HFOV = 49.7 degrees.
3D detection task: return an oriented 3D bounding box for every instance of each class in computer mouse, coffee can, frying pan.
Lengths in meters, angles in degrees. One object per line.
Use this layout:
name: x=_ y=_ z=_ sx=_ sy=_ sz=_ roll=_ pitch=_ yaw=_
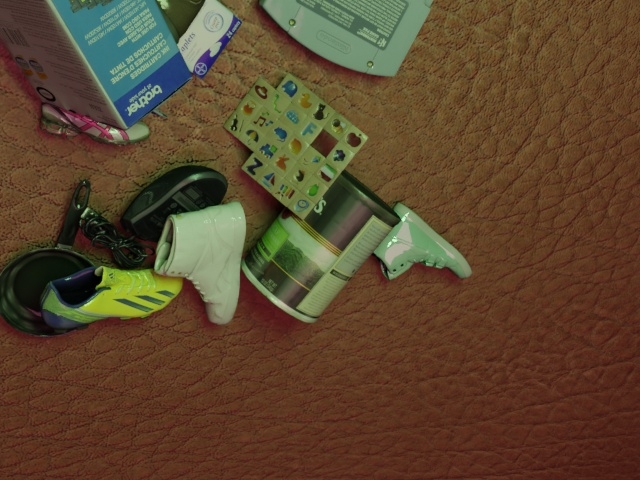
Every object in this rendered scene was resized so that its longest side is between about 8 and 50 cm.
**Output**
computer mouse: x=-0.306 y=-0.067 z=1.313 sx=0.272 sy=0.072 sz=0.188 roll=-31 pitch=147 yaw=2
coffee can: x=0.000 y=0.000 z=1.397 sx=0.201 sy=0.201 sz=0.275 roll=33 pitch=101 yaw=-31
frying pan: x=-0.520 y=0.040 z=1.306 sx=0.197 sy=0.053 sz=0.326 roll=-8 pitch=118 yaw=-19

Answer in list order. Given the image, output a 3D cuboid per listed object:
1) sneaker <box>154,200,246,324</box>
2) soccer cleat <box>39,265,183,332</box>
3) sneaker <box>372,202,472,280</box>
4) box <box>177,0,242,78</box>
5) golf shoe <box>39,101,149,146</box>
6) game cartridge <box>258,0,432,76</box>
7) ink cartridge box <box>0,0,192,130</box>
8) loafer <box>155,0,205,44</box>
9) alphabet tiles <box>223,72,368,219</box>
sneaker: x=-0.249 y=0.058 z=1.363 sx=0.169 sy=0.108 sz=0.292 roll=-10 pitch=128 yaw=-27
soccer cleat: x=-0.384 y=0.092 z=1.315 sx=0.289 sy=0.093 sz=0.121 roll=-14 pitch=140 yaw=-38
sneaker: x=0.219 y=0.044 z=1.568 sx=0.256 sy=0.094 sz=0.151 roll=37 pitch=93 yaw=-22
box: x=-0.229 y=-0.372 z=1.191 sx=0.137 sy=0.072 sz=0.126 roll=32 pitch=101 yaw=-31
golf shoe: x=-0.391 y=-0.217 z=1.213 sx=0.186 sy=0.067 sz=0.086 roll=7 pitch=112 yaw=-24
game cartridge: x=0.046 y=-0.425 z=1.253 sx=0.297 sy=0.062 sz=0.198 roll=21 pitch=111 yaw=-29
ink cartridge box: x=-0.365 y=-0.328 z=1.011 sx=0.151 sy=0.270 sz=0.395 roll=-45 pitch=135 yaw=-26
loafer: x=-0.309 y=-0.471 z=1.053 sx=0.130 sy=0.134 sz=0.366 roll=-43 pitch=115 yaw=-18
alphabet tiles: x=-0.061 y=-0.189 z=1.302 sx=0.237 sy=0.009 sz=0.198 roll=40 pitch=100 yaw=8
